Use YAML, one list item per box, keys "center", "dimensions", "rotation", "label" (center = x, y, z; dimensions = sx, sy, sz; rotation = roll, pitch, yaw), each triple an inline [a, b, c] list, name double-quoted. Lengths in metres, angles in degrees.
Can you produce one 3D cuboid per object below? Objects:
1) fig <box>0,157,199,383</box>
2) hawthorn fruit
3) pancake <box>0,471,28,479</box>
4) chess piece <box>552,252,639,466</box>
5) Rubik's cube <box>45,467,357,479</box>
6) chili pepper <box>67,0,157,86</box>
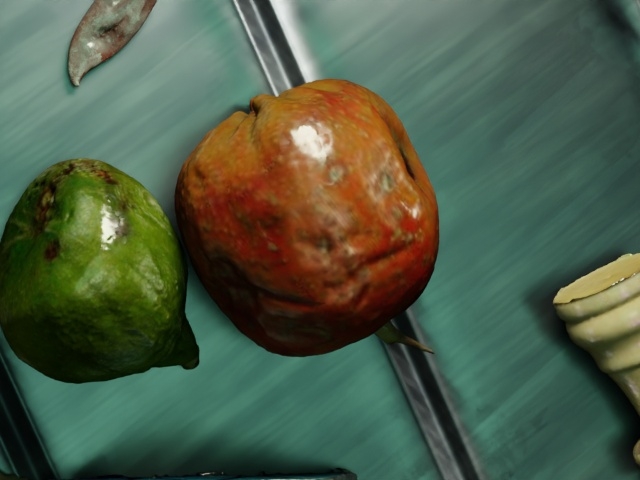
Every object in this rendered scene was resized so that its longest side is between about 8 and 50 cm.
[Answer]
- center: [-0.181, 0.050, 1.798]
  dimensions: [0.235, 0.203, 0.203]
  rotation: [28, 85, -30]
  label: "fig"
- center: [-0.013, -0.020, 1.786]
  dimensions: [0.258, 0.258, 0.261]
  rotation: [-1, 97, -10]
  label: "hawthorn fruit"
- center: [-0.370, 0.293, 1.825]
  dimensions: [0.222, 0.042, 0.236]
  rotation: [-42, 99, -12]
  label: "pancake"
- center: [0.365, 0.211, 1.920]
  dimensions: [0.117, 0.117, 0.397]
  rotation: [-26, 96, -9]
  label: "chess piece"
- center: [-0.100, 0.290, 1.788]
  dimensions: [0.229, 0.233, 0.228]
  rotation: [-40, 120, 13]
  label: "Rubik's cube"
- center: [-0.198, -0.217, 1.852]
  dimensions: [0.050, 0.041, 0.153]
  rotation: [38, 101, 12]
  label: "chili pepper"
